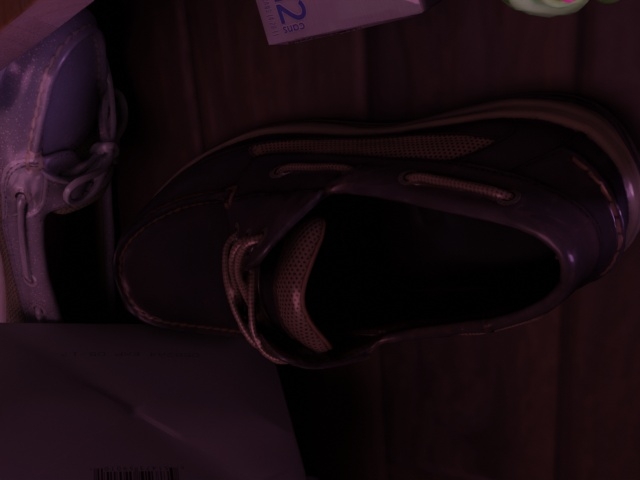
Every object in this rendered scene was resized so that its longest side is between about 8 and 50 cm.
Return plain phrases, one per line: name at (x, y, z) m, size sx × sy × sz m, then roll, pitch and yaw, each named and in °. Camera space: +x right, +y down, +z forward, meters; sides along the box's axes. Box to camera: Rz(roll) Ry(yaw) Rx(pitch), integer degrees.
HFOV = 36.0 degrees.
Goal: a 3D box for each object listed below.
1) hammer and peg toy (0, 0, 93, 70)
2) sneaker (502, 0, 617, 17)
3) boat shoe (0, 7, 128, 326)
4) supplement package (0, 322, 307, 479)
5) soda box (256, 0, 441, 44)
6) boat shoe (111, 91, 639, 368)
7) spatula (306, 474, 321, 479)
hammer and peg toy at (-0.200, -0.243, 0.517) m, size 0.266 × 0.127 × 0.361 m, roll -26°, pitch 68°, yaw 30°
sneaker at (0.099, -0.324, 0.335) m, size 0.202 × 0.185 × 0.483 m, roll 30°, pitch 126°, yaw 57°
boat shoe at (-0.176, -0.018, 0.676) m, size 0.103 × 0.118 × 0.320 m, roll 22°, pitch 125°, yaw 8°
supplement package at (-0.133, 0.217, 0.661) m, size 0.199 × 0.198 × 0.263 m, roll 2°, pitch 119°, yaw -15°
soda box at (-0.007, -0.247, 0.470) m, size 0.091 × 0.098 × 0.286 m, roll -5°, pitch 111°, yaw 31°
boat shoe at (0.000, 0.000, 0.571) m, size 0.355 × 0.130 × 0.132 m, roll -13°, pitch 107°, yaw 33°
spatula at (0.018, 0.305, 0.788) m, size 0.168 × 0.019 × 0.242 m, roll -34°, pitch 96°, yaw 38°
